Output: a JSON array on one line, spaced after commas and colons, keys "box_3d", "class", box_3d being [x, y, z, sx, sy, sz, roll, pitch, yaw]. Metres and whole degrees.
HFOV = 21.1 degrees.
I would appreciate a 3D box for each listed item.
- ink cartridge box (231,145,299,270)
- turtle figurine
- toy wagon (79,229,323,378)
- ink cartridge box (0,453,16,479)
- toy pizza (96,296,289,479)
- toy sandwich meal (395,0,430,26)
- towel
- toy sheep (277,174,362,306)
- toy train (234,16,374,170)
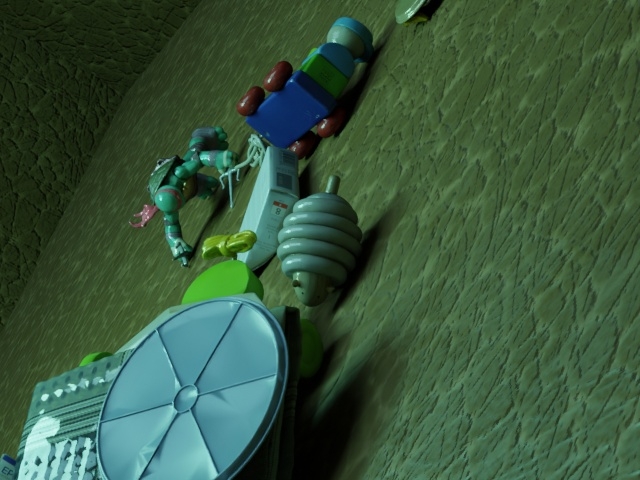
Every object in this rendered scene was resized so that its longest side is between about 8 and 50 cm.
[{"box_3d": [-0.069, -0.005, 2.050, 0.145, 0.045, 0.179, -94, 19, -66], "class": "ink cartridge box"}, {"box_3d": [-0.186, -0.074, 2.442, 0.175, 0.118, 0.234, -53, 9, 23], "class": "turtle figurine"}, {"box_3d": [-0.120, 0.136, 1.626, 0.267, 0.068, 0.344, -11, 41, 34], "class": "toy wagon"}, {"box_3d": [-0.364, 0.409, 1.856, 0.333, 0.165, 0.065, -59, 2, -35], "class": "ink cartridge box"}, {"box_3d": [-0.104, 0.139, 1.437, 0.201, 0.032, 0.201, -23, 47, 26], "class": "toy pizza"}, {"box_3d": [0.115, -0.274, 1.956, 0.085, 0.029, 0.085, -49, 19, 24], "class": "toy sandwich meal"}, {"box_3d": [-0.152, 0.226, 1.478, 0.324, 0.056, 0.312, -18, 48, 32], "class": "towel"}, {"box_3d": [0.000, 0.000, 1.653, 0.091, 0.091, 0.132, 150, 130, -64], "class": "toy sheep"}, {"box_3d": [-0.029, -0.179, 2.131, 0.143, 0.105, 0.248, -54, 10, -27], "class": "toy train"}]
